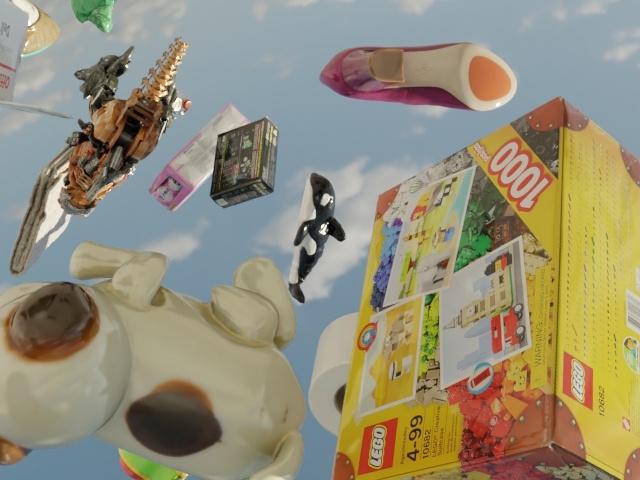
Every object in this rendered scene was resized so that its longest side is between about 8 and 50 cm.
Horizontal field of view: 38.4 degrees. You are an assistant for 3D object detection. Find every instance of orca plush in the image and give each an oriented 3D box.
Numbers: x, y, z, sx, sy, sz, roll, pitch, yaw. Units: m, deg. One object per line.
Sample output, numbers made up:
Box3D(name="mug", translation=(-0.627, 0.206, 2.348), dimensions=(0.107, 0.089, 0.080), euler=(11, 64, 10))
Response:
Box3D(name="orca plush", translation=(0.000, 0.000, 1.930), dimensions=(0.102, 0.287, 0.151), euler=(13, -165, 3))

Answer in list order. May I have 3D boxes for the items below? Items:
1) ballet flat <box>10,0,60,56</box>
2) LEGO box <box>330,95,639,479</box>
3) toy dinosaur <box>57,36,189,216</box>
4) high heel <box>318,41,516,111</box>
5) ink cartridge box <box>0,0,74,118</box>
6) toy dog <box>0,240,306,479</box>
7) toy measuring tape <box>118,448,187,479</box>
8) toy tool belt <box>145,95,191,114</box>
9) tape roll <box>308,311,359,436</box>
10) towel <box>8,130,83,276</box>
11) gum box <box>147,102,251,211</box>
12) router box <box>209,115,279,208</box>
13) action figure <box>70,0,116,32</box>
Box3D(name="ballet flat", translation=(-0.558, -0.354, 1.493), dimensions=(0.116, 0.124, 0.342), euler=(40, -139, 20))
Box3D(name="LEGO box", translation=(0.233, 0.112, 1.251), dimensions=(0.372, 0.193, 0.500), euler=(-29, -140, 44))
Box3D(name="toy dinosaur", translation=(-0.287, -0.170, 1.382), dimensions=(0.321, 0.164, 0.218), euler=(-26, -144, 19))
Box3D(name="high heel", translation=(0.189, -0.311, 1.739), dimensions=(0.377, 0.127, 0.181), euler=(6, 180, -32))
Box3D(name="ink cartridge box", translation=(-0.440, -0.220, 0.960), dimensions=(0.353, 0.119, 0.207), euler=(11, -177, -5))
Box3D(name="toy dog", translation=(-0.245, 0.177, 1.153), dimensions=(0.285, 0.407, 0.395), euler=(-53, -137, 25))
Box3D(name="toy measuring tape", translation=(-0.311, 0.431, 1.718), dimensions=(0.121, 0.121, 0.330), euler=(-30, -147, -4))
Box3D(name="toy tool belt", translation=(-0.291, -0.266, 1.741), dimensions=(0.051, 0.052, 0.083), euler=(32, -153, 27))
Box3D(name="tape roll", translation=(0.103, 0.302, 2.022), dimensions=(0.246, 0.246, 0.169), euler=(-20, -152, 20))
Box3D(name="towel", translation=(-0.517, -0.072, 1.789), dimensions=(0.282, 0.049, 0.187), euler=(-58, -177, 37))
Box3D(name="gum box", translation=(-0.206, -0.138, 1.571), dimensions=(0.188, 0.062, 0.107), euler=(-51, -173, -34))
Box3D(name="router box", translation=(-0.112, -0.116, 1.371), dimensions=(0.092, 0.038, 0.123), euler=(-16, -127, 27))
Box3D(name="action figure", translation=(-0.381, -0.436, 1.540), dimensions=(0.137, 0.063, 0.232), euler=(-28, -123, 18))
